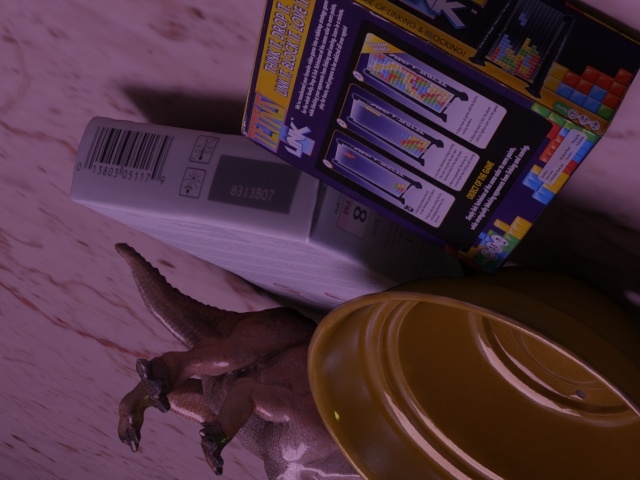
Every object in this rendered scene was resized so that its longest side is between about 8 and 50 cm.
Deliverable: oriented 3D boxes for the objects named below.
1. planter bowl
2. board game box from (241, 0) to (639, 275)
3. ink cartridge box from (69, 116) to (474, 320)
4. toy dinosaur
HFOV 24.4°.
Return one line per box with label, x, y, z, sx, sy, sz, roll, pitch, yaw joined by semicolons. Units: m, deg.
planter bowl;0.107;0.079;0.754;0.217;0.090;0.217;24;143;20
board game box;0.043;-0.062;0.630;0.141;0.048;0.170;31;159;3
ink cartridge box;0.000;0.000;0.851;0.189;0.066;0.232;10;172;41
toy dinosaur;-0.008;0.099;0.958;0.295;0.200;0.127;43;147;31
